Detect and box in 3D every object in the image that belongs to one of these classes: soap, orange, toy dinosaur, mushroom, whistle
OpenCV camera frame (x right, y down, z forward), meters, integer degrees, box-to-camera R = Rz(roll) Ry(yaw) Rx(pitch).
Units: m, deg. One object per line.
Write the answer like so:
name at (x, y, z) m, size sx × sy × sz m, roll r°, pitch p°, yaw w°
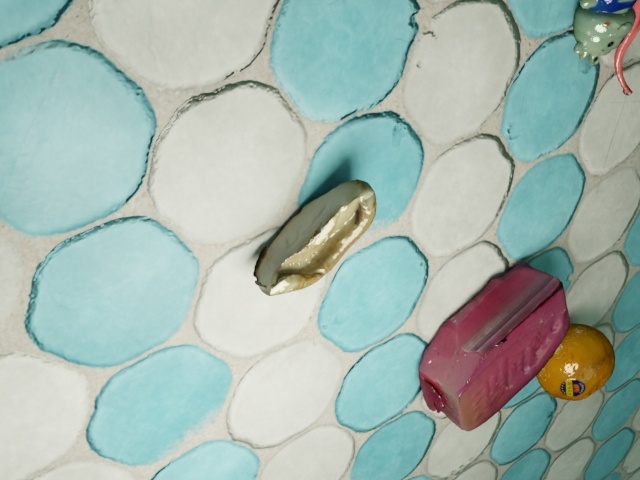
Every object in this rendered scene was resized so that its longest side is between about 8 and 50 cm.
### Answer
soap at (0.330, 0.207, 1.401) m, size 0.324 × 0.127 × 0.220 m, roll -38°, pitch 133°, yaw -10°
orange at (0.551, 0.264, 1.590) m, size 0.177 × 0.155 × 0.178 m, roll -16°, pitch 132°, yaw -19°
toy dinosaur at (0.540, -0.397, 1.209) m, size 0.139 × 0.070 × 0.286 m, roll -49°, pitch 143°, yaw -32°
mushroom at (-0.002, 0.000, 1.036) m, size 0.210 × 0.072 × 0.094 m, roll -46°, pitch 134°, yaw 3°
whistle at (0.439, -0.381, 1.102) m, size 0.110 × 0.092 × 0.245 m, roll -17°, pitch 129°, yaw -23°
